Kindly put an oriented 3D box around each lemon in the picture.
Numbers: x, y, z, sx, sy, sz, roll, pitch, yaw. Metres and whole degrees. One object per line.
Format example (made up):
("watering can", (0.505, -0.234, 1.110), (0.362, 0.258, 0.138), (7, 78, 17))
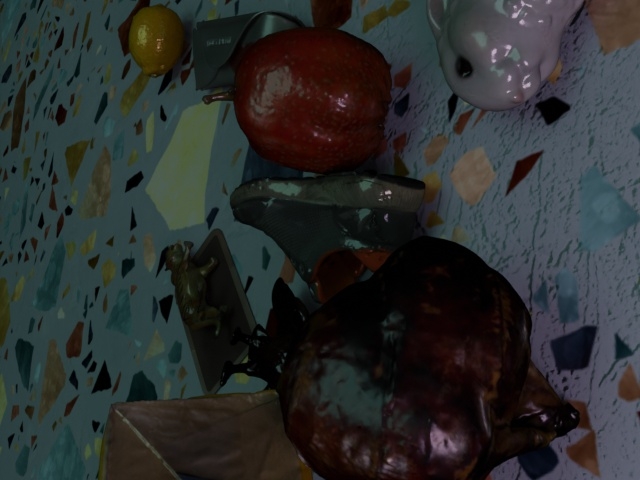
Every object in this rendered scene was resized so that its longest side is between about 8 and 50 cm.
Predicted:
("lemon", (-0.337, -0.409, 1.604), (0.114, 0.114, 0.154), (5, 86, 51))

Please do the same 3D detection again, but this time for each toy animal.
("toy animal", (-0.045, 0.167, 1.096), (0.180, 0.116, 0.218), (13, 83, 23))
("toy animal", (0.218, -0.326, 0.854), (0.258, 0.194, 0.357), (41, 119, 38))
("toy animal", (-0.213, 0.082, 1.342), (0.099, 0.057, 0.241), (-55, 44, 34))

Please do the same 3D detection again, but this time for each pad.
("pad", (-0.185, 0.119, 1.335), (0.176, 0.002, 0.266), (-51, 44, 28))

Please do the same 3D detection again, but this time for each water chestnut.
("water chestnut", (0.097, 0.143, 0.774), (0.289, 0.289, 0.244), (-41, 79, 36))

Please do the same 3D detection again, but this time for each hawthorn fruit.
("hawthorn fruit", (-0.033, -0.190, 1.050), (0.205, 0.254, 0.204), (10, -90, -85))

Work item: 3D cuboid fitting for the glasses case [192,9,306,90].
("glasses case", (-0.150, -0.329, 1.370), (0.308, 0.083, 0.128), (13, 88, 52))

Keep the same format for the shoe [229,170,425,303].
("shoe", (0.000, 0.000, 1.064), (0.337, 0.132, 0.170), (0, 88, 48))

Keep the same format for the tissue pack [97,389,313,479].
("tissue pack", (-0.126, 0.386, 0.874), (0.381, 0.229, 0.293), (99, 166, -47))
